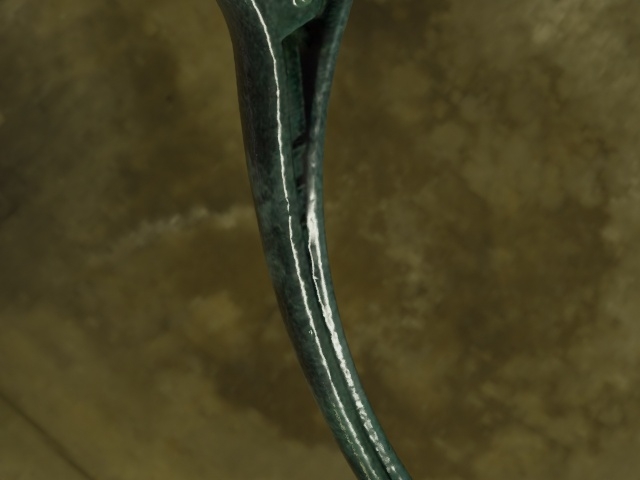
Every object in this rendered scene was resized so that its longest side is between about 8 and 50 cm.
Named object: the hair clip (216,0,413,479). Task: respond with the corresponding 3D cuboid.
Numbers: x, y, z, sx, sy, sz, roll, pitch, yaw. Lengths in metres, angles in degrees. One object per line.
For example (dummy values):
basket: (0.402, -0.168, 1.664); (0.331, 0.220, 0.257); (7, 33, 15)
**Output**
hair clip: (0.000, 0.000, 0.598); (0.039, 0.070, 0.229); (-147, 45, -61)
